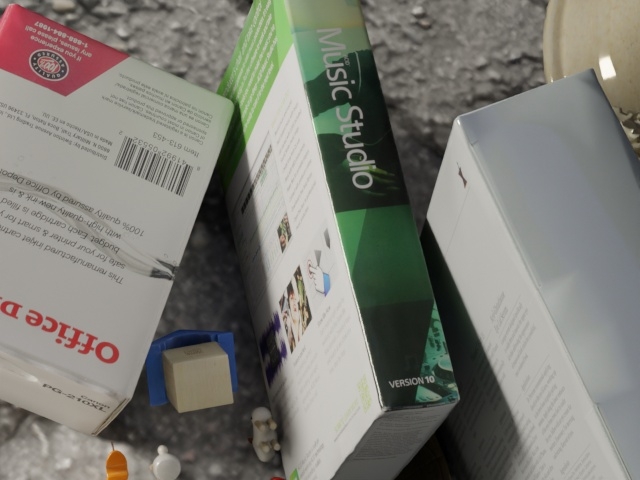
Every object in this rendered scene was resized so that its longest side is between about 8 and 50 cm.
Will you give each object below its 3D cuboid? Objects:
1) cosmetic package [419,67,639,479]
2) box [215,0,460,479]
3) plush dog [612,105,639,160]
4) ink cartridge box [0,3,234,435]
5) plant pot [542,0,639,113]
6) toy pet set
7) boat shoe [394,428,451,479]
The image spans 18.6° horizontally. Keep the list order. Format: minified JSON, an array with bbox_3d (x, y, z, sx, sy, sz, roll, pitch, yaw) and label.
[{"bbox_3d":[0.154,0.107,1.194,0.097,0.377,0.284,-22,72,-12],"label":"cosmetic package"},{"bbox_3d":[0.000,0.000,1.291,0.058,0.232,0.322,-7,68,-18],"label":"box"},{"bbox_3d":[0.288,0.016,1.232,0.225,0.210,0.262,-22,94,-12],"label":"plush dog"},{"bbox_3d":[-0.180,-0.012,1.316,0.172,0.100,0.237,24,62,-11],"label":"ink cartridge box"},{"bbox_3d":[0.367,-0.175,1.398,0.333,0.305,0.334,4,72,-13],"label":"plant pot"},{"bbox_3d":[-0.092,0.123,1.322,0.122,0.065,0.114,-9,103,-14],"label":"toy pet set"},{"bbox_3d":[0.065,0.148,1.338,0.056,0.049,0.152,-21,66,19],"label":"boat shoe"}]
